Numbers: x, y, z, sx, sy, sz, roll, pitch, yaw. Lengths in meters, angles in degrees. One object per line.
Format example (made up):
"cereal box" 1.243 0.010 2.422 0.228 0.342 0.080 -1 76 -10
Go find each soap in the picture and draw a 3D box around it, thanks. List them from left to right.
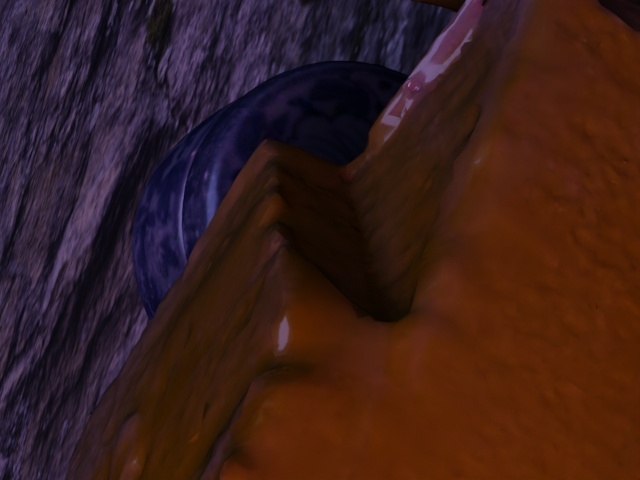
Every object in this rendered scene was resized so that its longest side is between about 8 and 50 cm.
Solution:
"soap" 0.044 0.089 0.546 0.304 0.169 0.338 -55 19 22

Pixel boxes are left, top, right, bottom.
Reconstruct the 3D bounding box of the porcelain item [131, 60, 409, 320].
"porcelain item" 0.000 0.000 0.826 0.114 0.147 0.147 -21 56 63

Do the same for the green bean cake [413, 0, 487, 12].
"green bean cake" 0.038 -0.220 0.760 0.233 0.124 0.236 45 157 60
